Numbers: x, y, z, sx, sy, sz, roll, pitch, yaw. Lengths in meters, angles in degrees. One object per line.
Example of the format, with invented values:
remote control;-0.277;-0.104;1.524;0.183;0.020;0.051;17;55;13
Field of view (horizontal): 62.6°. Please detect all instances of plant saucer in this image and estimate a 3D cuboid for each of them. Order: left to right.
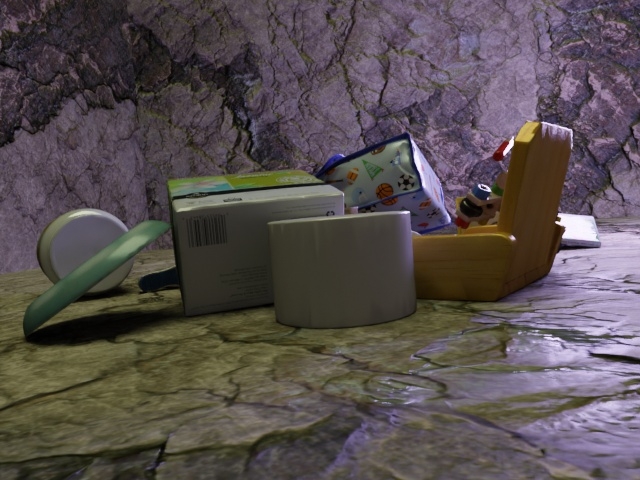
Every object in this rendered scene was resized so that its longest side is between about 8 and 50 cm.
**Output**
plant saucer;-0.416;0.056;0.974;0.318;0.043;0.317;-36;12;9

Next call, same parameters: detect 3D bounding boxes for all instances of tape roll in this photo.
tape roll;0.037;0.040;0.899;0.246;0.169;0.246;-4;3;0

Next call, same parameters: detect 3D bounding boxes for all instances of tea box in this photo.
tea box;-0.152;-0.017;1.147;0.329;0.219;0.323;-7;18;-18

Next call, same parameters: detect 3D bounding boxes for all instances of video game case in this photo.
video game case;0.780;-0.040;1.688;0.194;0.023;0.212;7;26;18

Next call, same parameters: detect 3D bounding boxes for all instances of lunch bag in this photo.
lunch bag;0.166;-0.132;1.656;0.386;0.238;0.328;-20;-29;22

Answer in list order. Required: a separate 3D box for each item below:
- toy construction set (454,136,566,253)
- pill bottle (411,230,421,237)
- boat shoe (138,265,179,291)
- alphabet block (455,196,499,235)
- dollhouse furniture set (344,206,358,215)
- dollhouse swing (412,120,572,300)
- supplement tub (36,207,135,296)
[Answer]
toy construction set;0.482;-0.104;1.305;0.258;0.308;0.237;7;29;29
pill bottle;0.201;0.019;1.485;0.121;0.121;0.216;-6;3;-20
boat shoe;-0.414;0.100;1.466;0.183;0.066;0.066;-6;2;-26
alphabet block;0.509;-0.041;1.516;0.197;0.192;0.193;-5;1;5
dollhouse furniture set;0.145;0.002;1.321;0.101;0.181;0.161;-7;4;-43
dollhouse swing;0.320;-0.058;1.059;0.315;0.304;0.347;-2;5;39
supplement tub;-0.665;0.032;1.493;0.241;0.240;0.331;-7;4;-30
